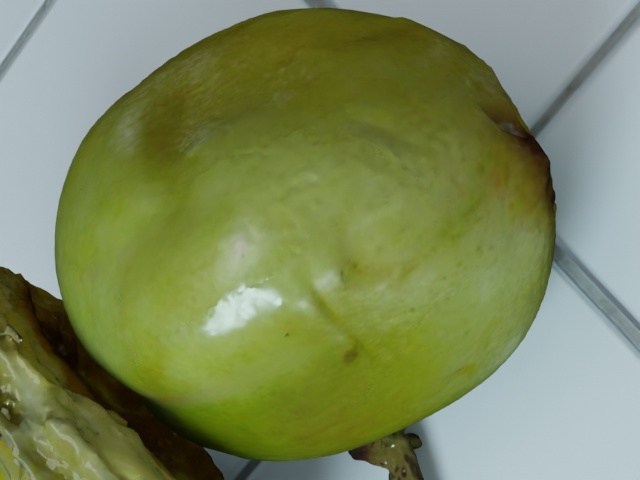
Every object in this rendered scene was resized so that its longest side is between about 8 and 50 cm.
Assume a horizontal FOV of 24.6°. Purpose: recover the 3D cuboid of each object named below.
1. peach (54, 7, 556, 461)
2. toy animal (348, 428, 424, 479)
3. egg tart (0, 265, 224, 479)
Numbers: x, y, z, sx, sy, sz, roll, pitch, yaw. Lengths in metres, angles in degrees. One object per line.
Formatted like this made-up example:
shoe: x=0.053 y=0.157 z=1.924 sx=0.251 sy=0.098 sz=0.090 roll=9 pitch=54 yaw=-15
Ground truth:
peach: x=-0.006 y=0.000 z=0.963 sx=0.316 sy=0.281 sz=0.314 roll=-32 pitch=30 yaw=9
toy animal: x=0.064 y=0.259 z=0.997 sx=0.149 sy=0.054 sz=0.275 roll=3 pitch=83 yaw=39
egg tart: x=-0.159 y=0.166 z=1.004 sx=0.150 sy=0.352 sz=0.352 roll=-42 pitch=55 yaw=-3
